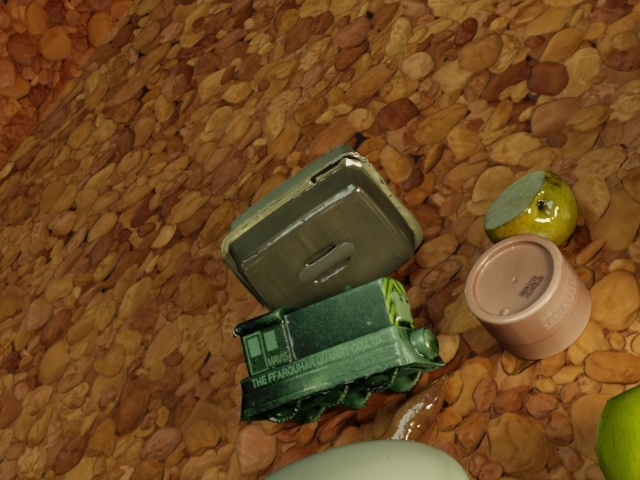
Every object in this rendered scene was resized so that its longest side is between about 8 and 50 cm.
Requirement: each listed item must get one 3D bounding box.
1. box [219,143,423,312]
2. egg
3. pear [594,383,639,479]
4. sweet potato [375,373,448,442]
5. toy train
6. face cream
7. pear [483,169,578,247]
[{"bbox_3d":[0.000,0.000,1.740,0.290,0.220,0.166,-35,25,11],"label":"box"},{"bbox_3d":[0.023,0.381,1.363,0.371,0.230,0.230,-31,40,10],"label":"egg"},{"bbox_3d":[0.423,0.242,1.177,0.220,0.187,0.187,8,62,49],"label":"pear"},{"bbox_3d":[0.113,0.278,1.518,0.218,0.051,0.065,-47,36,-2],"label":"sweet potato"},{"bbox_3d":[0.015,0.166,1.602,0.330,0.138,0.178,-23,71,24],"label":"toy train"},{"bbox_3d":[0.290,0.079,1.499,0.149,0.104,0.149,-24,43,24],"label":"face cream"},{"bbox_3d":[0.316,-0.029,1.573,0.141,0.104,0.141,-44,11,10],"label":"pear"}]
